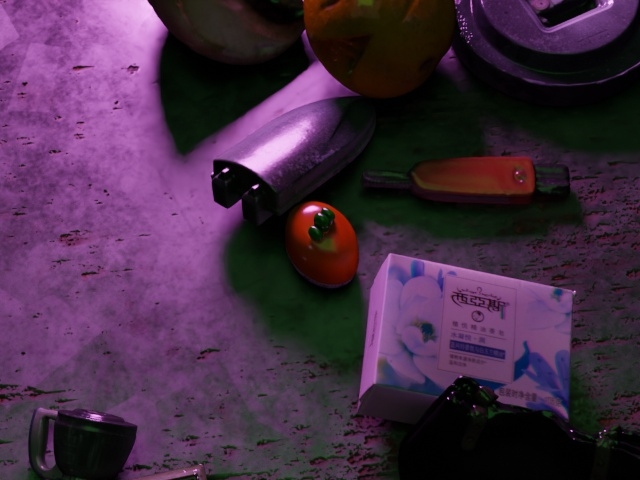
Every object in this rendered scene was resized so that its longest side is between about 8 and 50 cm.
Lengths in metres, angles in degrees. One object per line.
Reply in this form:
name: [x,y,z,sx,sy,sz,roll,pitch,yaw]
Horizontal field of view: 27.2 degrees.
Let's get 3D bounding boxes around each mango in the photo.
mango: [0.084,-0.402,2.071,0.253,0.182,0.364,-9,84,-34]

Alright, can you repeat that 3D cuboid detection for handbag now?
handbag: [0.270,0.285,1.687,0.342,0.288,0.152,16,58,8]

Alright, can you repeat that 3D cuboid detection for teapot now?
teapot: [-0.329,0.283,1.792,0.149,0.111,0.108,12,83,-2]

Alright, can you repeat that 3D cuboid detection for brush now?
brush: [0.222,-0.092,2.033,0.323,0.051,0.070,2,68,-2]

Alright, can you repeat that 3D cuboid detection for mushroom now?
mushroom: [-0.141,-0.407,2.167,0.292,0.212,0.217,-38,28,-17]

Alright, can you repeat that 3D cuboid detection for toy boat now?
toy boat: [-0.023,-0.140,2.029,0.141,0.092,0.319,29,50,31]

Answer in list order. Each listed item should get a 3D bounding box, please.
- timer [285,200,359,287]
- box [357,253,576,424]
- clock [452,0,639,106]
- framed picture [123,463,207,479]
timer: [0.000,0.000,1.939,0.136,0.136,0.099,38,73,19]
box: [0.202,0.154,1.832,0.274,0.116,0.203,12,59,-6]
clock: [0.389,-0.390,2.179,0.386,0.076,0.386,0,61,0]
framed picture: [-0.266,0.424,1.731,0.273,0.016,0.216,-12,78,-6]
